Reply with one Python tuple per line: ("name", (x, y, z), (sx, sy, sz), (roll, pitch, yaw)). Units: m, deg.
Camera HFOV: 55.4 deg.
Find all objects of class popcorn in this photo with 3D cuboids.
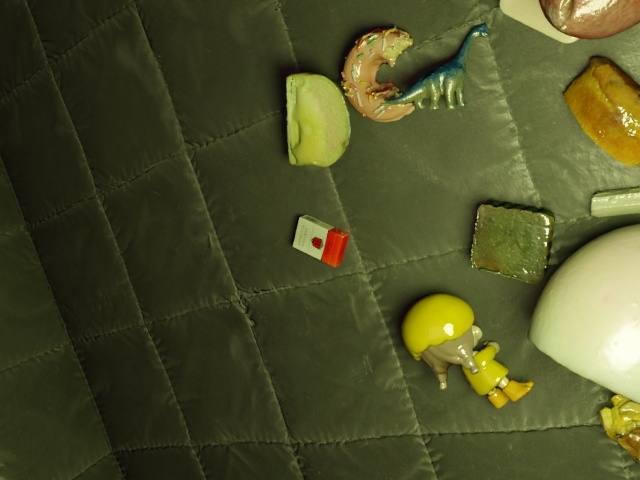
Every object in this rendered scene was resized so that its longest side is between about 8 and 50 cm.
("popcorn", (0.726, 0.424, 1.393), (0.167, 0.152, 0.148), (21, 134, 36))

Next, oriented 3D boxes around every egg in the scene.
("egg", (0.646, 0.129, 1.240), (0.355, 0.354, 0.339), (27, 98, 23))

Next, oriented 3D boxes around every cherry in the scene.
("cherry", (0.545, -0.513, 1.156), (0.261, 0.221, 0.307), (30, 85, 39))

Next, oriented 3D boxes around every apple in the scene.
("apple", (0.010, -0.319, 1.620), (0.193, 0.120, 0.264), (18, 126, 28))

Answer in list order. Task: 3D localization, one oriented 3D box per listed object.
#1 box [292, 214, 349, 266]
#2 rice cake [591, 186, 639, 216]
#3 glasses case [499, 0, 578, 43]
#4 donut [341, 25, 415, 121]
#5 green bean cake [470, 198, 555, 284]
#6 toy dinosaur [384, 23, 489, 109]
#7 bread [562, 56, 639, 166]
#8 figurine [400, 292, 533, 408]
("box", (0.000, 0.000, 1.770), (0.152, 0.048, 0.100), (24, 118, 22))
("rice cake", (0.711, -0.089, 1.300), (0.256, 0.052, 0.057), (-6, 130, 33))
("glasses case", (0.485, -0.497, 1.320), (0.196, 0.050, 0.083), (37, 122, 18))
("donut", (0.140, -0.414, 1.538), (0.199, 0.085, 0.232), (-3, 101, 34))
("green bean cake", (0.462, 0.000, 1.452), (0.181, 0.094, 0.173), (12, 109, 29))
("toy dinosaur", (0.272, -0.403, 1.439), (0.248, 0.075, 0.188), (-2, 102, 8))
("bread", (0.615, -0.257, 1.259), (0.260, 0.134, 0.129), (50, 124, 10))
("figurine", (0.365, 0.281, 1.554), (0.344, 0.187, 0.215), (41, 134, 8))
